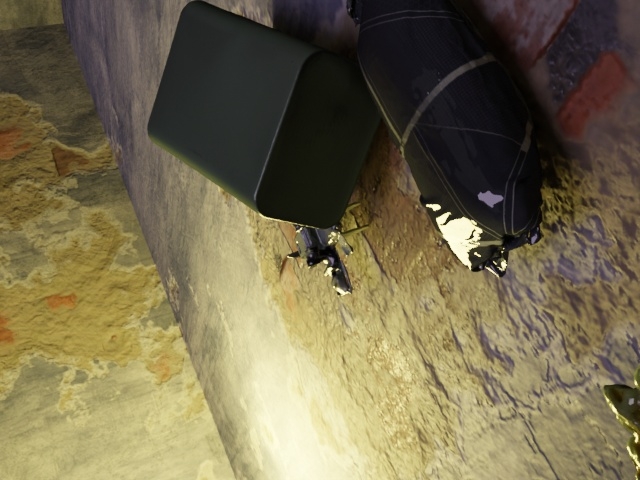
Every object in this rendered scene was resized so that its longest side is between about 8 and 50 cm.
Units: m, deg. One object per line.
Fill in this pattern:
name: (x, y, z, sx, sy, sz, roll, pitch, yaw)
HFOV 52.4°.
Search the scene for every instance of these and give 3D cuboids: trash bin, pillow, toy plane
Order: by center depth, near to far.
pillow: (0.111, -0.127, 0.625, 0.161, 0.093, 0.335, 116, 134, -62)
trash bin: (-0.078, -0.175, 0.874, 0.343, 0.158, 0.223, 35, 109, 48)
toy plane: (-0.010, 0.003, 0.971, 0.192, 0.088, 0.262, 69, 156, 9)

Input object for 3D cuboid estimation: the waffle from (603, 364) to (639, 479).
waffle: (0.304, 0.166, 0.431, 0.214, 0.054, 0.208, -47, 59, 56)
